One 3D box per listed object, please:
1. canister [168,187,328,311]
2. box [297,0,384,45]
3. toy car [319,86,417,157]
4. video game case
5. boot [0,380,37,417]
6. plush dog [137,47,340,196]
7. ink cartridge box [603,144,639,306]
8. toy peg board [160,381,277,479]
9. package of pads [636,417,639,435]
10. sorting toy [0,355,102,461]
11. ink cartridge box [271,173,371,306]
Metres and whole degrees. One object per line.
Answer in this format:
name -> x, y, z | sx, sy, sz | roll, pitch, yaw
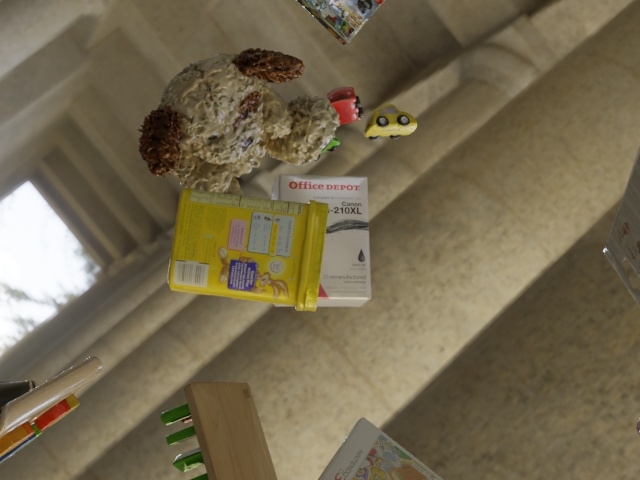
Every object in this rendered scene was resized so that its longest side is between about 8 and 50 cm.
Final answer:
canister -> -0.082, 0.009, 1.279 | 0.170, 0.126, 0.073 | 7, -14, -1
box -> 0.016, -0.352, 1.548 | 0.137, 0.094, 0.027 | 43, -13, -13
toy car -> 0.031, -0.209, 2.047 | 0.225, 0.239, 0.053 | -25, -113, 34
video game case -> 0.096, 0.327, 1.264 | 0.227, 0.206, 0.026 | 38, -57, 4
boot -> -0.508, 0.276, 1.704 | 0.198, 0.137, 0.077 | -102, -162, -50
plush dog -> -0.127, -0.156, 1.417 | 0.210, 0.262, 0.225 | 46, -9, 15
ink cartridge box -> 0.485, -0.019, 1.563 | 0.189, 0.066, 0.232 | -110, -163, -48
toy peg board -> -0.155, 0.297, 1.641 | 0.160, 0.079, 0.161 | 14, 55, -62
package of pads -> 0.457, 0.254, 1.454 | 0.083, 0.032, 0.050 | 13, 20, -1
sorting toy -> -0.370, 0.236, 1.351 | 0.208, 0.193, 0.038 | -42, -95, 27
ink cartridge box -> 0.000, 0.000, 2.087 | 0.100, 0.172, 0.237 | 126, -36, -73
